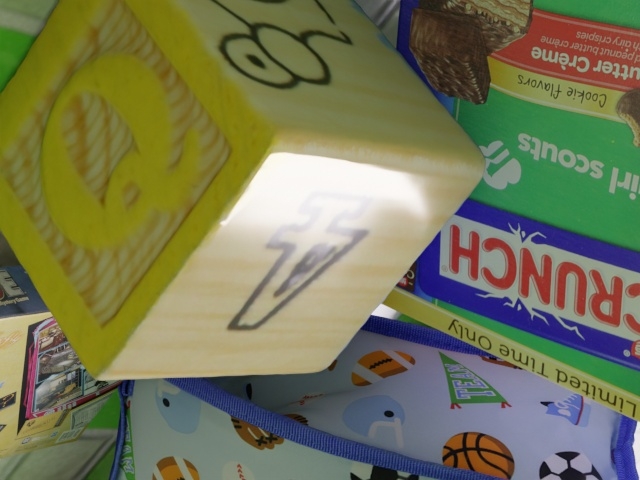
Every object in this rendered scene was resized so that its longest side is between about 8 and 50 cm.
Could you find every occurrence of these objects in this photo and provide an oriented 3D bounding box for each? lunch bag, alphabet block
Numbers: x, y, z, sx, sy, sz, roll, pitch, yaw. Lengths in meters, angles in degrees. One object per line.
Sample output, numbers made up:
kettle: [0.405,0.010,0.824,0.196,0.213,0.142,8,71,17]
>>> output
lunch bag: [0.023,0.232,1.253,0.239,0.385,0.328,-67,166,-65]
alphabet block: [-0.058,-0.046,0.973,0.197,0.192,0.193,5,129,-48]

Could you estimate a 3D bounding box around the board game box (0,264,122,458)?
board game box: [-0.211,0.084,1.079,0.165,0.042,0.243,-50,158,24]

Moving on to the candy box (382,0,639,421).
candy box: [0.179,-0.065,1.014,0.122,0.268,0.317,-35,138,-45]
